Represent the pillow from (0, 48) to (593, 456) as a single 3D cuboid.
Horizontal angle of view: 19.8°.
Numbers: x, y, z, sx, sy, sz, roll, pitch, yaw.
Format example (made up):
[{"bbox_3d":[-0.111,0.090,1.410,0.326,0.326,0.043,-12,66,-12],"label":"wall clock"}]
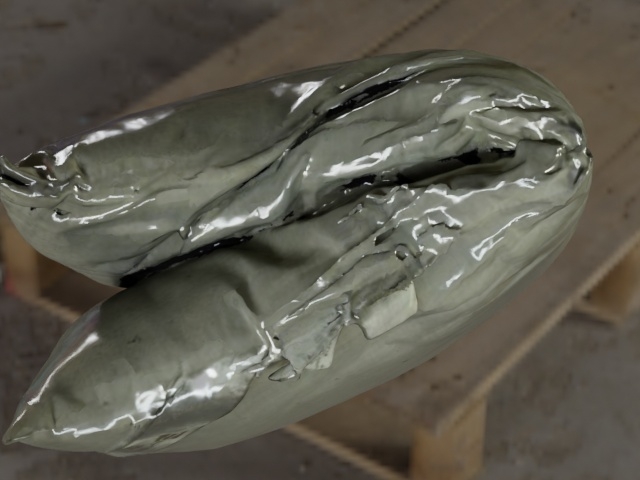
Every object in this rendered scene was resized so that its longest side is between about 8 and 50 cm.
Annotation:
[{"bbox_3d":[0.000,0.000,0.456,0.134,0.078,0.181,-18,-1,5],"label":"pillow"}]
